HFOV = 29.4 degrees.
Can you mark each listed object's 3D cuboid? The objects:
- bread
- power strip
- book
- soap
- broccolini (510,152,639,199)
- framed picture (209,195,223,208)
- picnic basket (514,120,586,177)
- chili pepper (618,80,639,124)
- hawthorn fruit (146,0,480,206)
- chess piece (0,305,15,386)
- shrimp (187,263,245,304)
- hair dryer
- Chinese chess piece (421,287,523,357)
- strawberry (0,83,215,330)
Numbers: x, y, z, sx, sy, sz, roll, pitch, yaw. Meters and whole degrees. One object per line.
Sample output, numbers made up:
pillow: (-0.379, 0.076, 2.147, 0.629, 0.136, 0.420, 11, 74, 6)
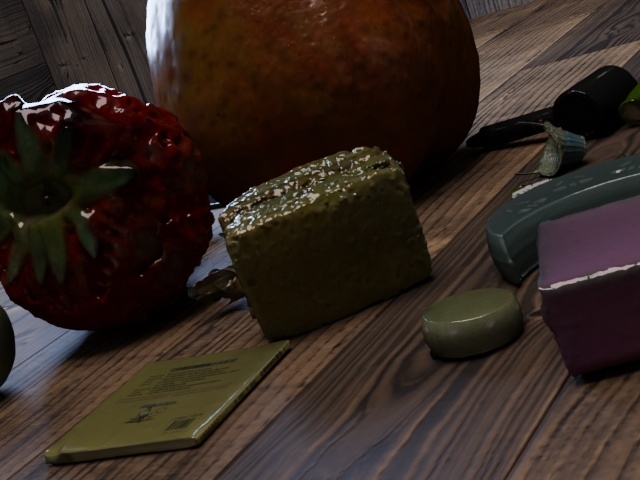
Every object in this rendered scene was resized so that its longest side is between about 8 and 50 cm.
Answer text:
bread: (0.000, 0.000, 1.203, 0.196, 0.138, 0.102, -25, 21, -13)
power strip: (0.276, -0.035, 1.155, 0.253, 0.054, 0.167, -20, 14, 2)
book: (-0.136, 0.144, 1.107, 0.168, 0.013, 0.192, -12, 15, 28)
soap: (0.292, 0.008, 0.900, 0.259, 0.081, 0.181, -17, 13, 13)
broccolini: (0.327, -0.092, 1.312, 0.254, 0.057, 0.071, -15, -29, 8)
framed picture: (-0.157, -0.107, 2.075, 0.324, 0.013, 0.244, -7, 25, 40)
picnic basket: (0.269, -0.106, 1.440, 0.083, 0.065, 0.083, 2, 23, -2)
chili pepper: (0.451, -0.201, 1.573, 0.202, 0.052, 0.050, -28, 4, -34)
hawthorn fruit: (-0.009, -0.260, 1.648, 0.472, 0.471, 0.472, -18, 13, 5)
chess piece: (-0.500, 0.142, 1.351, 0.330, 0.182, 0.182, -12, 14, 5)
shrimp: (-0.020, 0.029, 1.325, 0.251, 0.052, 0.143, -22, 20, -6)
hair dryer: (0.301, -0.161, 1.632, 0.248, 0.070, 0.114, -17, 12, 48)
Chinese chess piece: (0.125, 0.068, 1.003, 0.084, 0.034, 0.084, -16, 13, 4)
strawberry: (-0.242, -0.037, 1.453, 0.292, 0.291, 0.310, -9, 0, 38)
